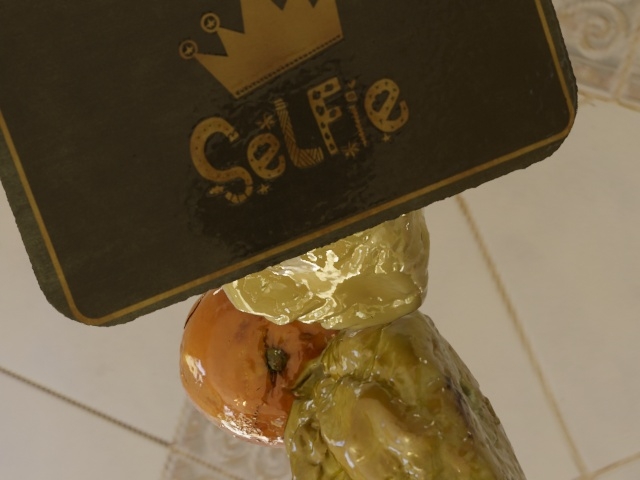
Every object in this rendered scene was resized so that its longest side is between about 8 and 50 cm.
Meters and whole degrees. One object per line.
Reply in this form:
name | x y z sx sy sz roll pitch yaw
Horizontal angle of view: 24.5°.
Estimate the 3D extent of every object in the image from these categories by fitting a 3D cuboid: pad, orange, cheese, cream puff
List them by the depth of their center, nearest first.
pad | -0.006 -0.082 0.887 0.375 0.063 0.315 -22 101 -14
cheese | 0.000 0.000 1.418 0.213 0.226 0.117 -2 58 7
cream puff | 0.071 0.243 1.592 0.257 0.291 0.324 -33 33 11
orange | -0.056 0.141 1.840 0.240 0.240 0.240 0 89 23
